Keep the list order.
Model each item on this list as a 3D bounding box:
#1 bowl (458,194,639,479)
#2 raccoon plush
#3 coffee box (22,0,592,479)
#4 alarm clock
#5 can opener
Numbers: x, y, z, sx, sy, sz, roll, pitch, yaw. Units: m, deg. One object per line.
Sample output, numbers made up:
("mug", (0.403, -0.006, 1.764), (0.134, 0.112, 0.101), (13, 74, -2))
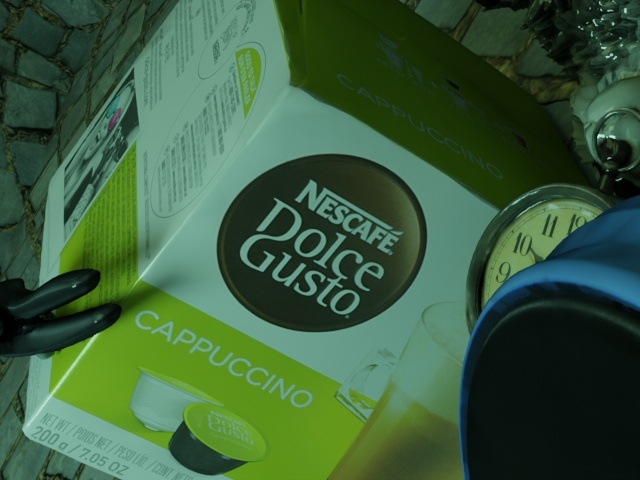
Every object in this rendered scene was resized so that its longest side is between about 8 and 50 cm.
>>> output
("bowl", (0.170, 0.173, 0.437), (0.077, 0.391, 0.391), (-19, 21, -15))
("raccoon plush", (0.319, -0.187, 0.807), (0.446, 0.299, 0.216), (-34, 2, -18))
("coffee box", (0.000, 0.000, 0.922), (0.334, 0.337, 0.338), (-49, 27, 23))
("alarm clock", (0.158, 0.015, 0.684), (0.129, 0.064, 0.192), (25, 104, 49))
("can opener", (-0.186, 0.054, 0.764), (0.186, 0.059, 0.073), (-12, 27, 46))
